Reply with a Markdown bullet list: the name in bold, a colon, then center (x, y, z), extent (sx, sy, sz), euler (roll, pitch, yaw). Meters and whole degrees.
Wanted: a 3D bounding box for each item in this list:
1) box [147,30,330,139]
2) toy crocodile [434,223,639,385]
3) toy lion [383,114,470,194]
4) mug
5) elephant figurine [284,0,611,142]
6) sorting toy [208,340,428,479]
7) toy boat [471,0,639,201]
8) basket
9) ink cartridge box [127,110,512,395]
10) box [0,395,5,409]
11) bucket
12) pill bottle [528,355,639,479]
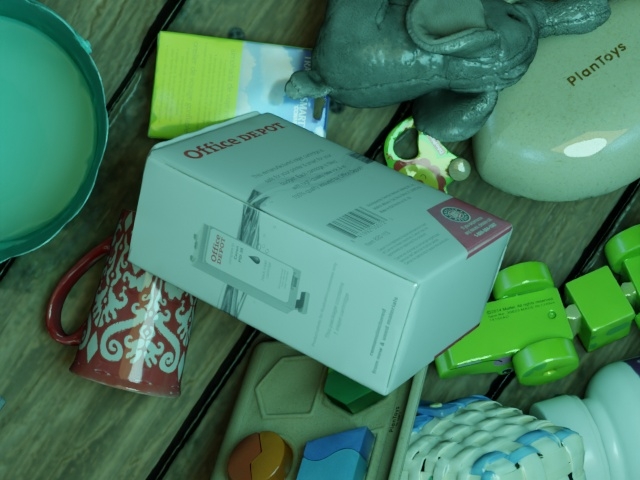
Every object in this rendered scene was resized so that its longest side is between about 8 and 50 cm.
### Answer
- **box**: center (-0.080, -0.148, 1.392), extent (0.178, 0.042, 0.109), euler (6, 94, -7)
- **toy crocodile**: center (0.277, 0.075, 1.421), extent (0.340, 0.105, 0.115), euler (-17, 62, -5)
- **toy lion**: center (0.099, -0.074, 1.425), extent (0.096, 0.034, 0.100), euler (-35, 97, 5)
- **mug**: center (-0.190, 0.056, 1.364), extent (0.150, 0.113, 0.169), euler (15, 89, -9)
- **elephant figurine**: center (0.125, -0.184, 1.310), extent (0.239, 0.169, 0.186), euler (17, 91, 25)
- **sorting toy**: center (0.003, 0.136, 1.335), extent (0.041, 0.229, 0.307), euler (50, 44, -37)
- **toy boat**: center (0.302, -0.081, 1.364), extent (0.267, 0.148, 0.318), euler (-29, 62, -3)
- **basket**: center (0.120, 0.270, 1.341), extent (0.201, 0.289, 0.255), euler (-17, 97, -36)
- **ink cartridge box**: center (0.000, 0.000, 1.253), extent (0.283, 0.207, 0.117), euler (26, 117, 22)
- **box**: center (-0.424, 0.080, 1.294), extent (0.057, 0.201, 0.293), euler (-40, 97, -2)
- **bucket**: center (-0.334, -0.108, 1.299), extent (0.281, 0.183, 0.281), euler (0, 94, -7)
- **pill bottle**: center (0.373, 0.191, 1.398), extent (0.301, 0.169, 0.169), euler (-12, 95, -7)
